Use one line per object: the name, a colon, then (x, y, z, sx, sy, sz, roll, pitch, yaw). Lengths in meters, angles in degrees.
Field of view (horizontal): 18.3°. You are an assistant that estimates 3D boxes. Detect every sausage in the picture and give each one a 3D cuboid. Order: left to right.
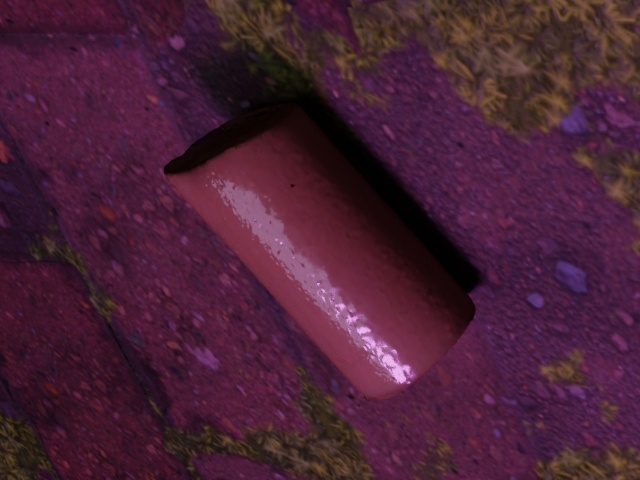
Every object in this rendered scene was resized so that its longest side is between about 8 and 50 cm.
sausage: (0.000, 0.000, 1.595, 0.253, 0.123, 0.123, 48, 145, -10)
